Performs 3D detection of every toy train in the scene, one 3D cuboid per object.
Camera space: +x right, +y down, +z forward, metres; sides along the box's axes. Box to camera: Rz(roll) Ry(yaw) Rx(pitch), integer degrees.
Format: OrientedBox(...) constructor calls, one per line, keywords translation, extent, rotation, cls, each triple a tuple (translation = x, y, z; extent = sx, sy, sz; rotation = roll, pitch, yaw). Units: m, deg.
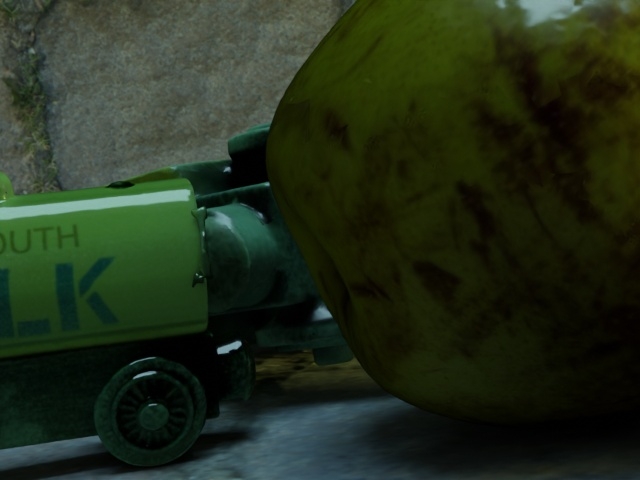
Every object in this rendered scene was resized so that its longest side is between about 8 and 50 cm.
OrientedBox(translation=(-0.161, 0.042, 0.740), extent=(0.253, 0.157, 0.105), rotation=(-6, 8, -12), cls="toy train")
OrientedBox(translation=(0.000, 0.000, 0.988), extent=(0.253, 0.160, 0.397), rotation=(-13, -2, 36), cls="toy train")

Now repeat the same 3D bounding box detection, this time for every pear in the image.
OrientedBox(translation=(0.116, -0.033, 0.702), extent=(0.283, 0.284, 0.283), rotation=(-7, 6, 1), cls="pear")
